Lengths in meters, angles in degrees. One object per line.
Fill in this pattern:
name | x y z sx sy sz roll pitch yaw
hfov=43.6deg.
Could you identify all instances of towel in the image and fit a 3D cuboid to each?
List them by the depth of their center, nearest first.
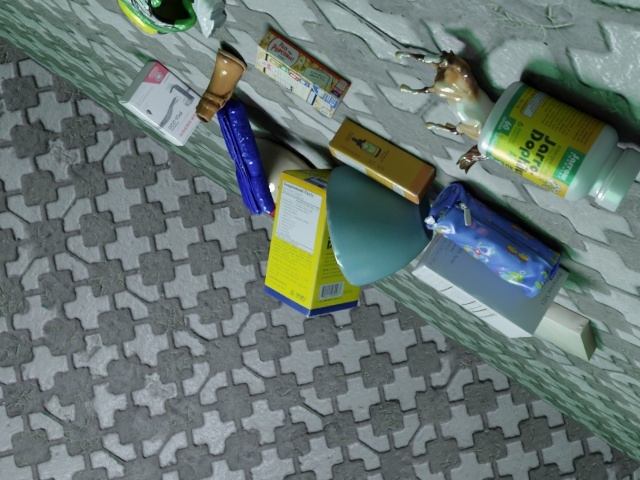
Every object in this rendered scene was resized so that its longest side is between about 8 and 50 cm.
towel | -0.219 -0.229 2.211 0.227 0.076 0.308 -145 37 -69

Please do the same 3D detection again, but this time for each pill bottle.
pill bottle | 0.336 -0.127 1.114 0.208 0.118 0.117 31 172 16

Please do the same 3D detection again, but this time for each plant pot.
plant pot | 0.156 -0.049 1.893 0.195 0.290 0.290 -10 153 20

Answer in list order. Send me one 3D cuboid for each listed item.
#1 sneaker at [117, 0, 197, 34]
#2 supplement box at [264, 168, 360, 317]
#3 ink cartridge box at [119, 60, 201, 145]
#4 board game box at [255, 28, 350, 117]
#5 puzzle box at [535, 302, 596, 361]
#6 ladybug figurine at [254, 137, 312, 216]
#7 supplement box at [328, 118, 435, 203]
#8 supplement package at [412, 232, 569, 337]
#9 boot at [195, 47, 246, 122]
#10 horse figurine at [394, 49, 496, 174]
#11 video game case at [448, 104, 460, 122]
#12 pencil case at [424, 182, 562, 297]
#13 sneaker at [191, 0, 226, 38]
sneaker | -0.376 -0.529 1.568 0.146 0.134 0.343 15 170 46
supplement box | 0.000 0.000 2.186 0.195 0.357 0.194 -7 -156 -43
ink cartridge box | -0.467 -0.412 2.415 0.218 0.159 0.092 38 170 -33
board game box | -0.039 -0.332 1.617 0.193 0.045 0.147 34 172 -4
puzzle box | 0.582 0.194 2.290 0.408 0.052 0.272 29 171 30
ladybug figurine | -0.139 -0.176 2.519 0.305 0.162 0.449 32 172 6
supplement box | 0.135 -0.174 1.766 0.233 0.078 0.080 32 175 13
supplement package | 0.393 0.076 1.878 0.292 0.178 0.175 33 172 2
boot | -0.242 -0.357 1.879 0.073 0.152 0.197 33 172 5
horse figurine | 0.215 -0.210 1.251 0.174 0.066 0.263 19 155 52
video game case | 0.278 -0.191 1.335 0.122 0.011 0.087 25 169 46
pencil case | 0.370 -0.002 1.713 0.306 0.119 0.133 34 170 -6
sneaker | -0.226 -0.459 1.609 0.061 0.054 0.152 42 166 1
